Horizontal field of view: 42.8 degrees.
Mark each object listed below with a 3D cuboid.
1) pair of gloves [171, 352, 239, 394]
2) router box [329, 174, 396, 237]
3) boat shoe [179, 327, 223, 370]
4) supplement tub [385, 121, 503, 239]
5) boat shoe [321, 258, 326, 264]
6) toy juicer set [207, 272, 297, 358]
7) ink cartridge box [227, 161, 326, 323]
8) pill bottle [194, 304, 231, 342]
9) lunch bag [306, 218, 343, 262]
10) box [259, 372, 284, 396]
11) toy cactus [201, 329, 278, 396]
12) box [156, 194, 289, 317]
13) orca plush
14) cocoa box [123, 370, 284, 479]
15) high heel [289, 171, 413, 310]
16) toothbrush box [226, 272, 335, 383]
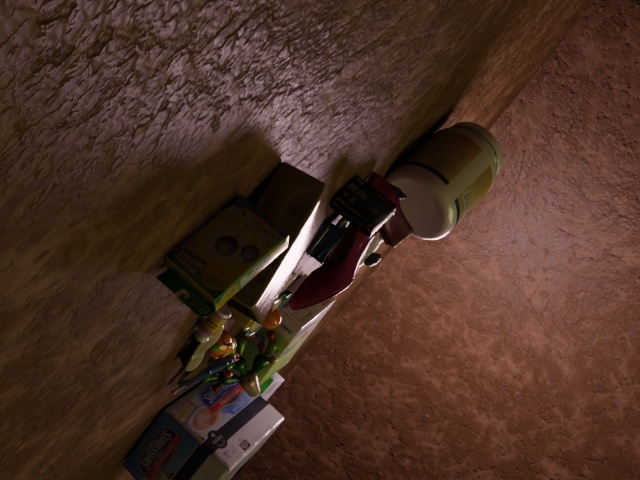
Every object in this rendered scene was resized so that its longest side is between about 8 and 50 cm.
[{"bbox_3d":[-0.267,0.306,1.888,0.159,0.023,0.198,-29,175,1],"label":"pair of gloves"},{"bbox_3d":[0.096,-0.078,1.840,0.092,0.122,0.038,-44,164,-28],"label":"router box"},{"bbox_3d":[-0.250,0.213,1.702,0.049,0.042,0.133,6,128,-54],"label":"boat shoe"},{"bbox_3d":[0.345,-0.173,2.265,0.316,0.228,0.228,-41,168,-35],"label":"supplement tub"},{"bbox_3d":[0.016,0.033,2.148,0.056,0.049,0.152,-45,170,-8],"label":"boat shoe"},{"bbox_3d":[-0.153,0.196,1.922,0.209,0.089,0.329,-52,171,18],"label":"toy juicer set"},{"bbox_3d":[-0.081,0.010,1.363,0.234,0.088,0.193,-60,174,-12],"label":"ink cartridge box"},{"bbox_3d":[-0.218,0.166,1.636,0.083,0.043,0.043,-52,170,18],"label":"pill bottle"},{"bbox_3d":[0.000,0.000,1.902,0.098,0.065,0.067,-52,-175,14],"label":"lunch bag"},{"bbox_3d":[-0.258,0.495,2.571,0.262,0.127,0.231,-49,169,-4],"label":"box"},{"bbox_3d":[-0.193,0.337,2.112,0.219,0.112,0.180,-32,127,-15],"label":"toy cactus"},{"bbox_3d":[-0.144,0.023,1.200,0.179,0.105,0.043,-44,162,-25],"label":"box"},{"bbox_3d":[0.097,-0.030,2.131,0.287,0.151,0.102,-66,-160,-9],"label":"orca plush"},{"bbox_3d":[-0.303,0.532,2.172,0.231,0.228,0.347,-53,170,22],"label":"cocoa box"},{"bbox_3d":[0.042,0.004,1.983,0.377,0.181,0.127,-39,-163,-18],"label":"high heel"},{"bbox_3d":[-0.114,0.253,2.242,0.283,0.122,0.206,-55,168,31],"label":"toothbrush box"}]
